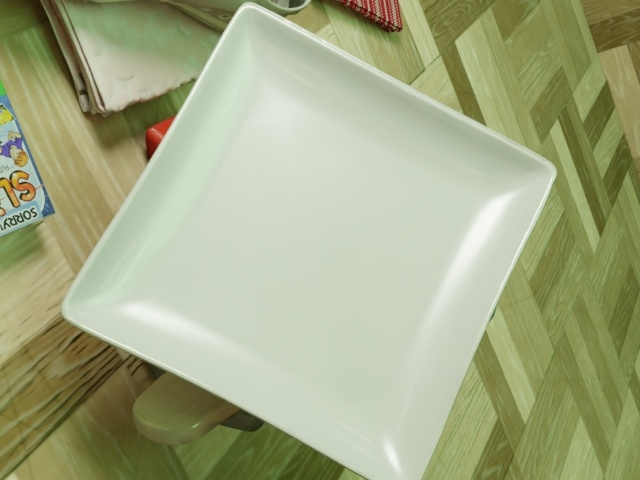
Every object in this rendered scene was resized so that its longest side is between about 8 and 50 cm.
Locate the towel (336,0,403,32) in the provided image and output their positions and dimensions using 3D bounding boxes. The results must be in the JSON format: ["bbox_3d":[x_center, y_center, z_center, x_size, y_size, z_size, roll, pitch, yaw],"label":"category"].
[{"bbox_3d":[0.042,-0.451,1.448,0.274,0.031,0.199,7,72,-57],"label":"towel"}]

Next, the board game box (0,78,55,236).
[{"bbox_3d":[-0.330,-0.052,0.769,0.201,0.035,0.136,-35,109,-54],"label":"board game box"}]

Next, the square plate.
[{"bbox_3d":[0.000,0.000,0.840,0.344,0.049,0.347,28,74,-1],"label":"square plate"}]

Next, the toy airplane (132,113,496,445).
[{"bbox_3d":[-0.010,0.050,0.996,0.386,0.272,0.385,9,55,-20],"label":"toy airplane"}]

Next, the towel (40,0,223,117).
[{"bbox_3d":[-0.205,-0.324,1.026,0.332,0.053,0.317,-37,111,-53],"label":"towel"}]

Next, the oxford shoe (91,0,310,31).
[{"bbox_3d":[-0.159,-0.317,0.935,0.449,0.130,0.169,4,79,-53],"label":"oxford shoe"}]
